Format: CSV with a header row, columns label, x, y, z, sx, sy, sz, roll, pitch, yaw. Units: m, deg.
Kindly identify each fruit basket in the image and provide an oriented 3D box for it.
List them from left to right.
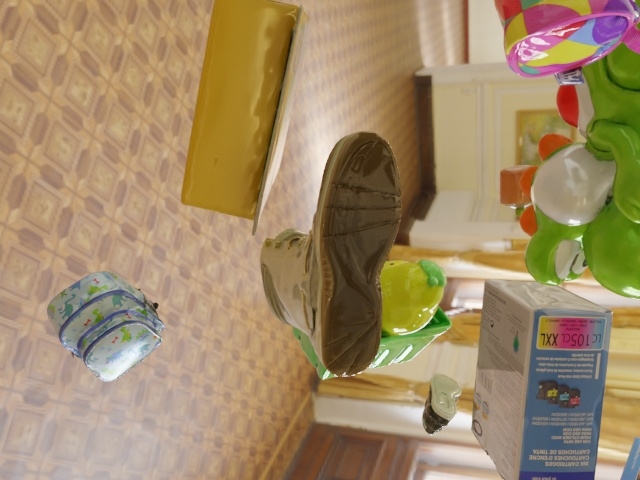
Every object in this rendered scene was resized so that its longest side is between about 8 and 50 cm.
label,x,y,z,sx,sy,sz,roll,pitch,yaw
fruit basket,0.143,0.144,1.506,0.283,0.392,0.392,53,-10,40

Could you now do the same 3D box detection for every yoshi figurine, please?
label,x,y,z,sx,sy,sz,roll,pitch,yaw
yoshi figurine,0.326,-0.092,0.602,0.203,0.204,0.362,-95,-164,-61

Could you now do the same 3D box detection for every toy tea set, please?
label,x,y,z,sx,sy,sz,roll,pitch,yaw
toy tea set,0.467,-0.076,1.051,0.200,0.336,0.124,-20,105,-36

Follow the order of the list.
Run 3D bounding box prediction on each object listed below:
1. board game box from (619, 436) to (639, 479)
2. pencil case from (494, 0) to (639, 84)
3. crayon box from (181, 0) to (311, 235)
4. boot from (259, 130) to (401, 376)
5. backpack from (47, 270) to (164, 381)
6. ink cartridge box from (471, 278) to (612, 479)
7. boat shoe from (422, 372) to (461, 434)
label,x,y,z,sx,sy,sz,roll,pitch,yaw
board game box,0.687,0.519,1.111,0.232,0.291,0.141,-55,127,-26
pencil case,0.174,-0.241,0.489,0.104,0.104,0.236,30,50,-69
crayon box,-0.073,-0.151,0.675,0.323,0.083,0.203,-91,-166,-73
boot,0.000,0.000,0.597,0.165,0.077,0.213,-153,-115,-62
backpack,-0.243,0.097,0.719,0.105,0.084,0.114,-38,141,-8
ink cartridge box,0.396,0.289,1.177,0.270,0.151,0.395,-108,-158,-82
boat shoe,0.295,0.397,1.555,0.079,0.084,0.233,-67,170,18
